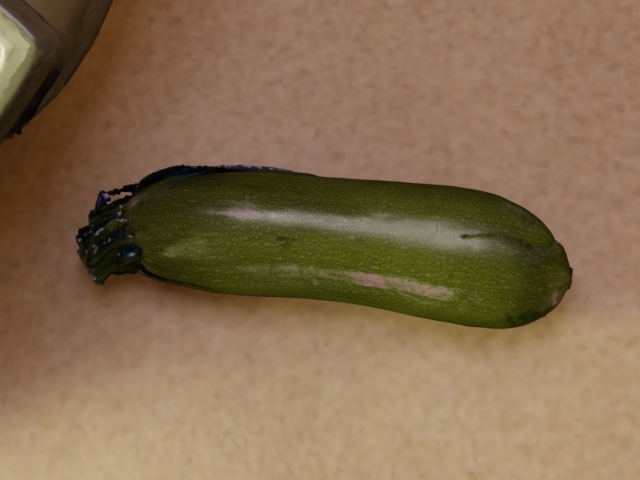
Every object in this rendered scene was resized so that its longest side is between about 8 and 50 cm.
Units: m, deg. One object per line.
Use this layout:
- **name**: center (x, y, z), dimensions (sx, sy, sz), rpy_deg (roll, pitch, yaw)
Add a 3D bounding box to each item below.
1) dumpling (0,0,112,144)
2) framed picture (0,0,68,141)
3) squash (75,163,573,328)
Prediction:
- **dumpling**: center (-0.173, -0.140, 0.702), dimensions (0.227, 0.175, 0.243), rpy_deg (27, 68, 10)
- **framed picture**: center (-0.262, -0.087, 0.639), dimensions (0.324, 0.240, 0.020), rpy_deg (41, 28, 5)
- **squash**: center (0.000, 0.000, 0.693), dimensions (0.183, 0.052, 0.052), rpy_deg (7, 64, 12)
